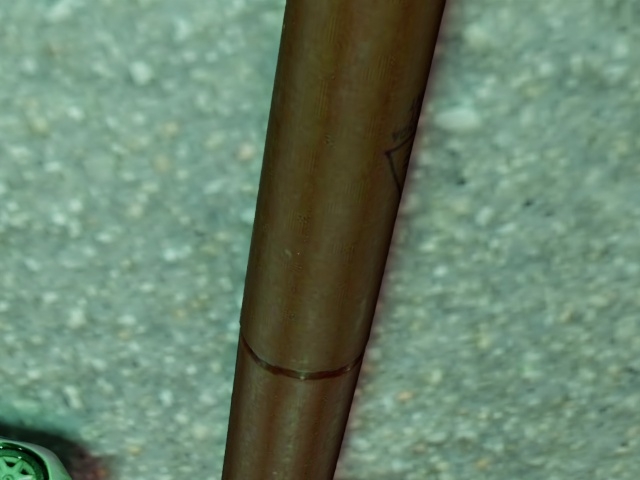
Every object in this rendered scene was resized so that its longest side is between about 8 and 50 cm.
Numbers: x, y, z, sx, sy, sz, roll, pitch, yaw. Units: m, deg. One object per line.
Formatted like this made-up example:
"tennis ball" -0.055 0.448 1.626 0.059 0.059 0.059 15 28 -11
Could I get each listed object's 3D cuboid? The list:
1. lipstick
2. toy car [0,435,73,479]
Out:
"lipstick" 0.000 0.000 0.474 0.057 0.057 0.357 5 129 -7
"toy car" -0.224 0.116 0.548 0.224 0.076 0.090 7 129 -19
